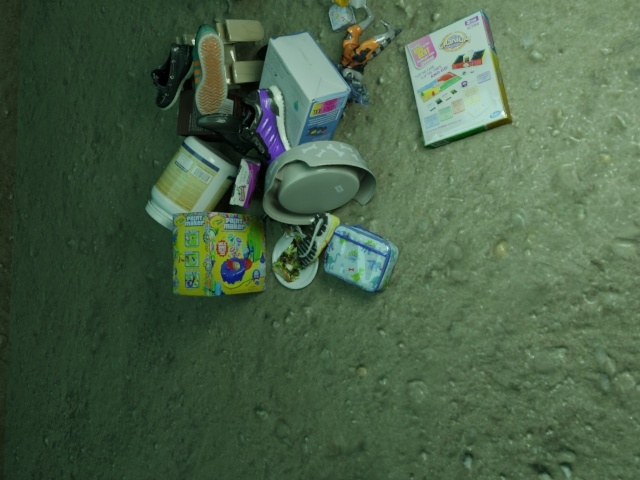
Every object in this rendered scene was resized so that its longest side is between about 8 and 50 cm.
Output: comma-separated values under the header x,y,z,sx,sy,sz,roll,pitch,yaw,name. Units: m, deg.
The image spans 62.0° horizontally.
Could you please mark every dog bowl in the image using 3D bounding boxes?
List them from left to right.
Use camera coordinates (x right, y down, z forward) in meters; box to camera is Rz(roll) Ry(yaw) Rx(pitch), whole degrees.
x,y,z,sx,sy,sz,roll,pitch,yaw,name
-0.010,-0.174,1.624,0.349,0.349,0.102,-27,62,31,dog bowl

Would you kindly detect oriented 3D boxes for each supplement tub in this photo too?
x,y,z,sx,sy,sz,roll,pitch,yaw,name
-0.473,-0.197,1.953,0.228,0.228,0.316,40,97,28,supplement tub

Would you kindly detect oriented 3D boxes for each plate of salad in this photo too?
x,y,z,sx,sy,sz,roll,pitch,yaw,name
-0.095,0.069,1.841,0.200,0.048,0.199,-1,88,34,plate of salad

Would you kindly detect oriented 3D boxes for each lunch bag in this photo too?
x,y,z,sx,sy,sz,roll,pitch,yaw,name
0.070,-0.737,1.741,0.071,0.053,0.083,-17,90,35,lunch bag
0.124,0.051,1.671,0.219,0.090,0.176,26,101,30,lunch bag

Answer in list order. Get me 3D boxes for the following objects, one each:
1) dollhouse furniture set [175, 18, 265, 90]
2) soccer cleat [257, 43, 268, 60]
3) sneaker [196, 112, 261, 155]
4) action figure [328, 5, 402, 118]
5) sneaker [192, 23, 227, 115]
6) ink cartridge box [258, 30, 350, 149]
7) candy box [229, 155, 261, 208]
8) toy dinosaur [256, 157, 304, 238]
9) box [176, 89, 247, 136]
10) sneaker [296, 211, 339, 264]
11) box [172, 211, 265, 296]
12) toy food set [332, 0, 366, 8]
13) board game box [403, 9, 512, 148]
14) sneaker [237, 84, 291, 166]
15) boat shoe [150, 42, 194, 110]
x,y,z,sx,sy,sz,roll,pitch,yaw,name
-0.324,-0.748,1.917,0.362,0.257,0.393,10,112,47,dollhouse furniture set
-0.162,-0.681,1.883,0.179,0.072,0.060,0,89,34,soccer cleat
-0.290,-0.365,1.841,0.109,0.286,0.130,22,103,59,sneaker
0.120,-0.519,1.640,0.330,0.179,0.341,-57,46,26,action figure
-0.369,-0.566,1.771,0.302,0.108,0.121,104,154,-43,sneaker
-0.079,-0.411,1.693,0.270,0.151,0.395,59,151,20,ink cartridge box
-0.258,-0.209,1.854,0.071,0.233,0.159,16,99,-8,candy box
-0.131,-0.143,1.848,0.160,0.121,0.313,-12,77,21,toy dinosaur
-0.400,-0.461,1.983,0.203,0.167,0.168,8,93,34,box
0.000,0.000,1.739,0.081,0.094,0.208,50,123,27,sneaker
-0.350,0.046,1.867,0.177,0.290,0.279,-1,89,34,box
0.109,-0.785,1.607,0.104,0.232,0.111,41,149,29,toy food set
0.386,-0.451,1.515,0.242,0.064,0.316,-14,81,33,board game box
-0.180,-0.313,1.627,0.102,0.146,0.293,26,130,55,sneaker
-0.553,-0.594,1.927,0.340,0.113,0.127,-26,63,50,boat shoe
